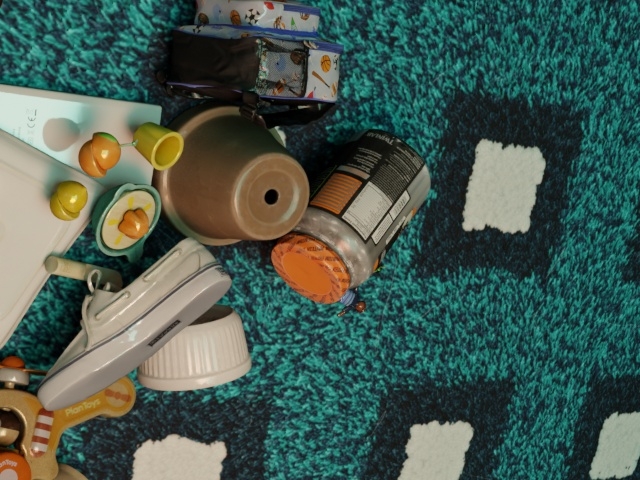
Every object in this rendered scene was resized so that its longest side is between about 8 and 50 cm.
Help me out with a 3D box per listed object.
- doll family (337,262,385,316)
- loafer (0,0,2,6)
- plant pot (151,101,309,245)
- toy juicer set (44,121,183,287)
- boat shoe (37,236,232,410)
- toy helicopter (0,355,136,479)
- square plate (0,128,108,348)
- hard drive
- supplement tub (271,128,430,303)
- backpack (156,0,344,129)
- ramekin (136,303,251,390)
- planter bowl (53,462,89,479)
[{"bbox_3d":[0.074,0.065,1.884,0.111,0.076,0.193,35,90,-39],"label":"doll family"},{"bbox_3d":[-0.493,-0.434,1.362,0.080,0.078,0.220,-5,107,-31],"label":"loafer"},{"bbox_3d":[-0.140,-0.100,1.599,0.263,0.229,0.263,-10,109,-29],"label":"plant pot"},{"bbox_3d":[-0.343,-0.031,1.485,0.209,0.089,0.329,-13,131,-54],"label":"toy juicer set"},{"bbox_3d":[-0.335,0.119,1.513,0.367,0.156,0.136,-39,163,-1],"label":"boat shoe"},{"bbox_3d":[-0.477,0.290,1.572,0.355,0.140,0.235,-16,90,-44],"label":"toy helicopter"},{"bbox_3d":[-0.555,-0.012,1.432,0.347,0.049,0.344,33,94,-39],"label":"square plate"},{"bbox_3d":[-0.426,-0.144,1.517,0.307,0.040,0.203,3,103,-33],"label":"hard drive"},{"bbox_3d":[0.055,-0.045,1.713,0.316,0.193,0.193,-51,126,-31],"label":"supplement tub"},{"bbox_3d":[-0.097,-0.309,1.561,0.263,0.276,0.213,5,103,-47],"label":"backpack"},{"bbox_3d":[-0.231,0.186,1.649,0.207,0.207,0.109,-10,100,-30],"label":"ramekin"},{"bbox_3d":[-0.468,0.464,1.621,0.109,0.162,0.162,-55,130,-41],"label":"planter bowl"}]
